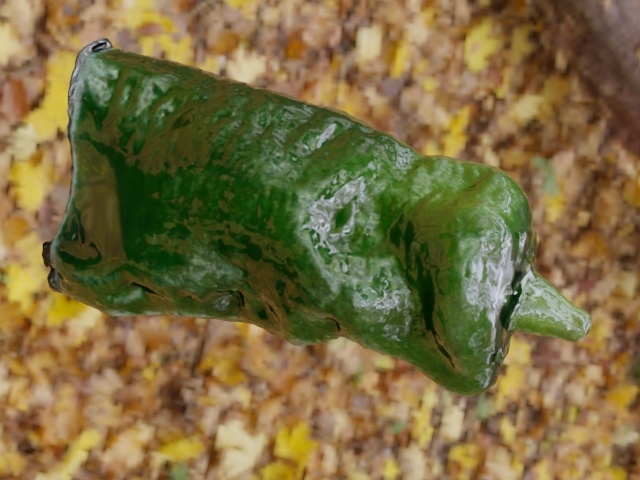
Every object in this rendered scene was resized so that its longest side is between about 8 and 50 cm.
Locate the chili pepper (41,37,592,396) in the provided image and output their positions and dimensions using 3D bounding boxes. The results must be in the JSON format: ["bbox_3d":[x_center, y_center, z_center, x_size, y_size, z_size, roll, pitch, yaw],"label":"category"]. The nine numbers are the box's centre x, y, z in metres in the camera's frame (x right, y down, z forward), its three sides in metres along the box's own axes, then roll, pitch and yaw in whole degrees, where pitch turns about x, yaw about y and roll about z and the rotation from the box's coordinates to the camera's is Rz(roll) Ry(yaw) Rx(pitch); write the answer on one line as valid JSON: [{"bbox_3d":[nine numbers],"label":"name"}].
[{"bbox_3d":[0.000,0.000,0.707,0.099,0.270,0.136,-2,108,-69],"label":"chili pepper"}]
